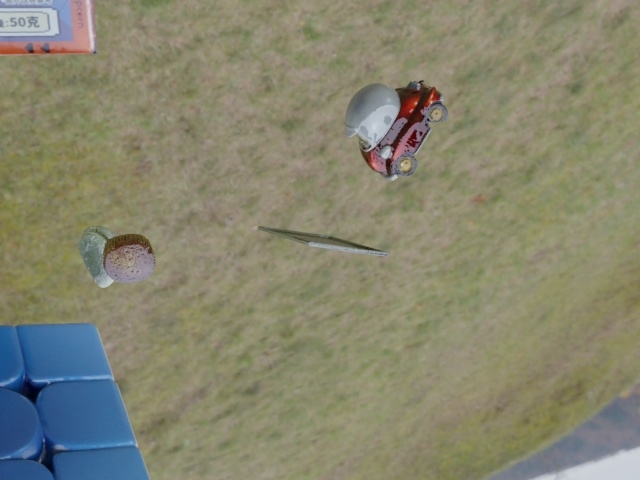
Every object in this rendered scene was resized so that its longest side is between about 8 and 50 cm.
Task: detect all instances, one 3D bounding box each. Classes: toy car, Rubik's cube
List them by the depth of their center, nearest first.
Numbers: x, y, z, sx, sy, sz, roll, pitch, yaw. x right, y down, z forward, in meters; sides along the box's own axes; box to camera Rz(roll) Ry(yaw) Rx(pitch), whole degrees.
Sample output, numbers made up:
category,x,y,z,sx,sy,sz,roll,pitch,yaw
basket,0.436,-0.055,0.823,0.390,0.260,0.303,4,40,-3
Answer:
category,x,y,z,sx,sy,sz,roll,pitch,yaw
Rubik's cube,-0.373,0.285,0.924,0.292,0.290,0.291,1,128,-32
toy car,0.090,-0.164,1.175,0.112,0.112,0.139,31,101,-23

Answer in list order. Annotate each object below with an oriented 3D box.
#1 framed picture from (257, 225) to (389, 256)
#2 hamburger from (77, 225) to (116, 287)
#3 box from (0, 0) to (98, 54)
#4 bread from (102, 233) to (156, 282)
category,x,y,z,sx,sy,sz,roll,pitch,yaw
framed picture,0.000,0.000,1.658,0.173,0.010,0.231,8,-176,-29
hamburger,-0.422,0.023,1.704,0.084,0.121,0.054,-29,-179,44
box,-0.435,-0.391,0.969,0.349,0.257,0.318,-3,123,-13
bread,-0.307,0.032,1.402,0.085,0.053,0.085,-8,123,-12
